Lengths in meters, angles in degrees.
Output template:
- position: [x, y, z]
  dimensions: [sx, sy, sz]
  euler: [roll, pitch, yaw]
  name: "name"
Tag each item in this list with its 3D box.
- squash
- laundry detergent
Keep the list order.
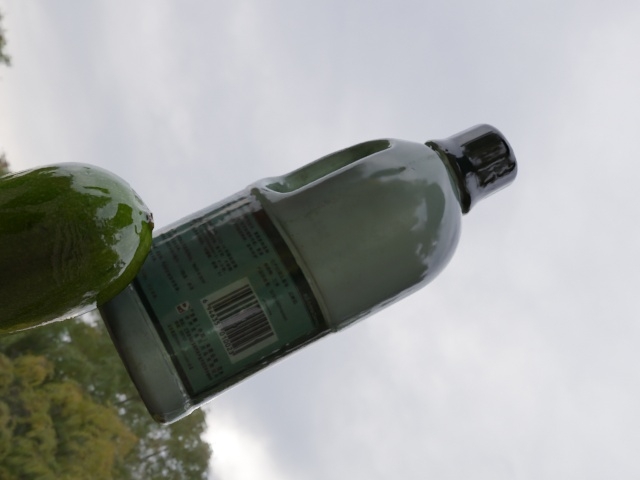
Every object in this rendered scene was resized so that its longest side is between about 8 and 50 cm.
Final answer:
- position: [-0.165, 0.020, 0.341]
  dimensions: [0.066, 0.201, 0.066]
  euler: [-21, 90, -85]
  name: "squash"
- position: [0.000, 0.000, 0.408]
  dimensions: [0.099, 0.225, 0.070]
  euler: [49, -18, 46]
  name: "laundry detergent"
